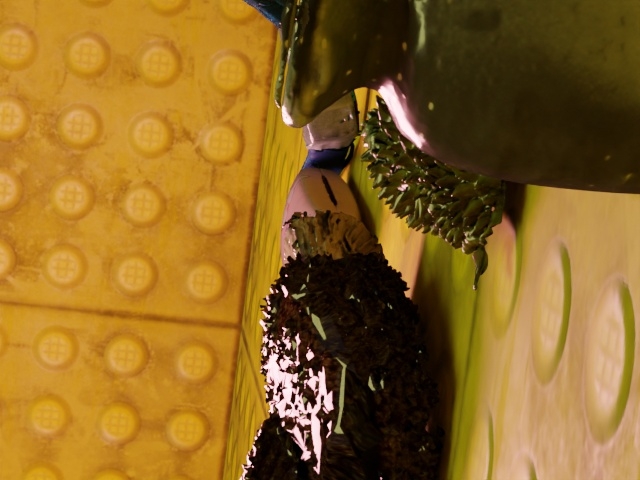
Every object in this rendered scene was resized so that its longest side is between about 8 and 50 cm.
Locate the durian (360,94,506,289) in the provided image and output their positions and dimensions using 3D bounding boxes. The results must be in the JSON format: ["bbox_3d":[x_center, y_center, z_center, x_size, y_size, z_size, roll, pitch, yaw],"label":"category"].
[{"bbox_3d":[0.079,-0.069,1.200,0.220,0.095,0.137,-114,29,-64],"label":"durian"}]

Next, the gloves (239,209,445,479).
[{"bbox_3d":[0.015,0.109,1.386,0.312,0.135,0.210,-115,38,-72],"label":"gloves"}]

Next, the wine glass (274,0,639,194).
[{"bbox_3d":[0.088,-0.074,0.649,0.111,0.204,0.111,-172,90,-88],"label":"wine glass"}]

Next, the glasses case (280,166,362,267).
[{"bbox_3d":[0.000,0.000,1.854,0.297,0.075,0.113,-113,32,-75],"label":"glasses case"}]

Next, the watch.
[{"bbox_3d":[-0.026,-0.203,2.009,0.274,0.068,0.276,117,137,-78],"label":"watch"}]
